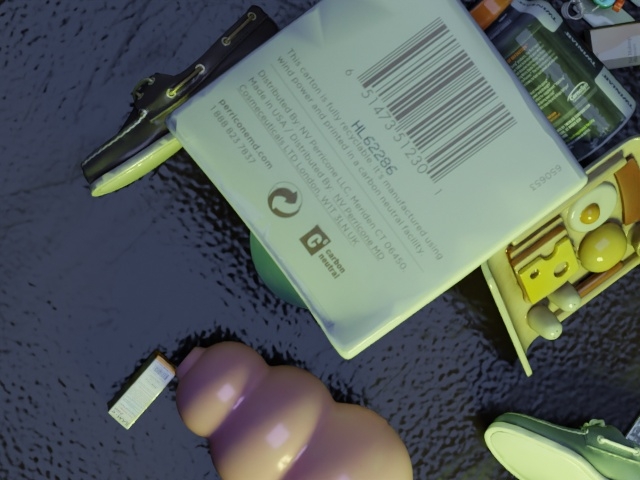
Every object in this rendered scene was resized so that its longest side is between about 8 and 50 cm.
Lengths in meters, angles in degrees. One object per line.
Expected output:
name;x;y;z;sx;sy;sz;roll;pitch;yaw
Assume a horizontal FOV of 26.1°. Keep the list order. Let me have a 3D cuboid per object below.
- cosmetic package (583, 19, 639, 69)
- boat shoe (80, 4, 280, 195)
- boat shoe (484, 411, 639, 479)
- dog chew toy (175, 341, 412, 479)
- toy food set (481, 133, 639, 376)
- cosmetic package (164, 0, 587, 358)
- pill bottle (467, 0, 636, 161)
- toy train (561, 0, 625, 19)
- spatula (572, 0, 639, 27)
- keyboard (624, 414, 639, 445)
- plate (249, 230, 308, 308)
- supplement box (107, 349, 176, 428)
cosmetic package;0.420;-0.267;1.875;0.115;0.041;0.060;-10;101;0
boat shoe;-0.179;-0.178;1.768;0.324;0.116;0.097;-37;91;-10
boat shoe;0.375;0.300;1.877;0.319;0.116;0.099;24;55;-3
dog chew toy;-0.046;0.256;1.757;0.332;0.206;0.207;39;86;-1
toy food set;0.360;0.025;1.800;0.306;0.092;0.220;-36;136;-6
cosmetic package;0.069;-0.100;1.616;0.327;0.393;0.329;-37;89;4
pill bottle;0.291;-0.228;1.823;0.130;0.130;0.246;-43;97;-5
toy train;0.358;-0.379;1.867;0.125;0.046;0.166;-9;87;3
spatula;0.489;-0.307;1.906;0.242;0.019;0.168;39;85;-7
keyboard;0.515;0.201;1.925;0.072;0.014;0.256;36;87;-8
plate;0.000;0.000;1.841;0.188;0.024;0.188;0;91;-9
supplement box;-0.231;0.193;1.793;0.036;0.062;0.098;42;86;-9
